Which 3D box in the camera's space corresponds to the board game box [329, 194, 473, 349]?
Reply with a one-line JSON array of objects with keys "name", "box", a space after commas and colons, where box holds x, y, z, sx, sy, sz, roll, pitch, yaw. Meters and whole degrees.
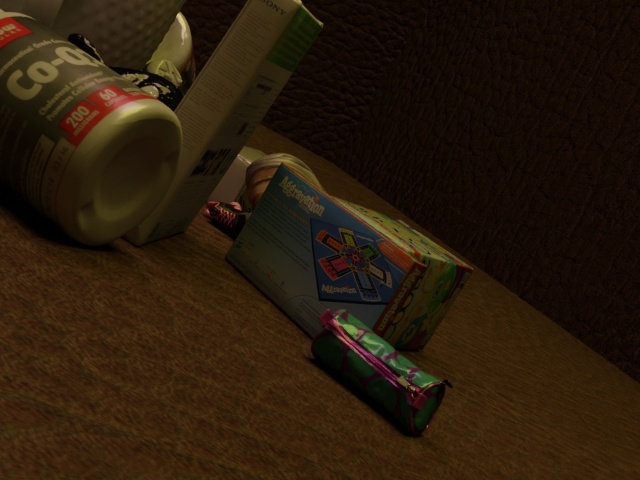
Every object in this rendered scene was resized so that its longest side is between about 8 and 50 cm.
[{"name": "board game box", "box": [0.075, 0.049, 1.500, 0.142, 0.144, 0.275, 35, 8, 23]}]

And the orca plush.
[{"name": "orca plush", "box": [-0.295, -0.194, 1.348, 0.287, 0.102, 0.151, 6, 2, 25]}]

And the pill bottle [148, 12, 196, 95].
[{"name": "pill bottle", "box": [-0.304, -0.304, 2.016, 0.162, 0.162, 0.278, 32, -15, 6]}]

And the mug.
[{"name": "mug", "box": [-0.368, -0.351, 1.669, 0.276, 0.328, 0.374, 30, 8, -6]}]

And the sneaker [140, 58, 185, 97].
[{"name": "sneaker", "box": [-0.279, -0.190, 1.884, 0.153, 0.094, 0.235, -3, -42, 29]}]

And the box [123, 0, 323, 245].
[{"name": "box", "box": [-0.117, -0.145, 1.320, 0.058, 0.322, 0.232, 36, 7, 2]}]

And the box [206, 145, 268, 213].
[{"name": "box", "box": [-0.128, -0.101, 1.890, 0.113, 0.094, 0.275, 33, 8, 15]}]

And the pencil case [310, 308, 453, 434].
[{"name": "pencil case", "box": [0.060, 0.134, 1.173, 0.151, 0.064, 0.070, 35, -17, 31]}]

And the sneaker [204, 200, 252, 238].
[{"name": "sneaker", "box": [-0.132, -0.031, 1.621, 0.057, 0.047, 0.119, 19, 5, -29]}]

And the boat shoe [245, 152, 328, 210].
[{"name": "boat shoe", "box": [0.000, 0.000, 1.744, 0.324, 0.123, 0.116, 37, 37, -32]}]

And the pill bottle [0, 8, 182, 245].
[{"name": "pill bottle", "box": [-0.293, -0.132, 1.148, 0.283, 0.161, 0.161, 34, 8, 22]}]

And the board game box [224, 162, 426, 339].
[{"name": "board game box", "box": [-0.003, 0.025, 1.335, 0.027, 0.145, 0.281, 24, 10, -43]}]
